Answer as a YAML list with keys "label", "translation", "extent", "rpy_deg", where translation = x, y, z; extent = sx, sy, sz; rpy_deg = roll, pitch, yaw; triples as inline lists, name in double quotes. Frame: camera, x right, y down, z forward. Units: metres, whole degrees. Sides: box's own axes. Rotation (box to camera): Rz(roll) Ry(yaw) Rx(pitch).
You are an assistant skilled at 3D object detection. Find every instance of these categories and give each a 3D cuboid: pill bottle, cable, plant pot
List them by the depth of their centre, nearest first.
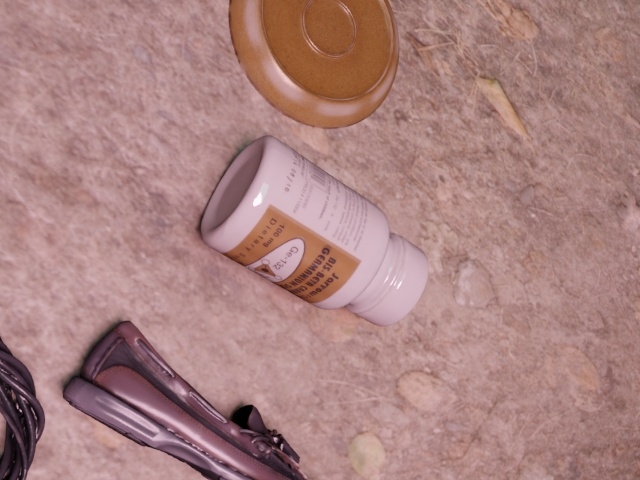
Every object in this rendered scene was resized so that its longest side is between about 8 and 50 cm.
- label: "cable"
  translation: [-0.292, 0.134, 0.524]
  extent: [0.047, 0.150, 0.184]
  rpy_deg: [-19, 97, 9]
- label: "pill bottle"
  translation: [0.000, 0.000, 0.701]
  extent: [0.229, 0.131, 0.131]
  rpy_deg: [31, 71, -24]
- label: "plant pot"
  translation: [0.005, -0.254, 0.784]
  extent: [0.236, 0.032, 0.236]
  rpy_deg: [3, 84, -29]

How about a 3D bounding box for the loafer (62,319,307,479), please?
- label: "loafer"
  translation: [-0.099, 0.188, 0.647]
  extent: [0.303, 0.109, 0.095]
  rpy_deg: [35, 65, -19]
